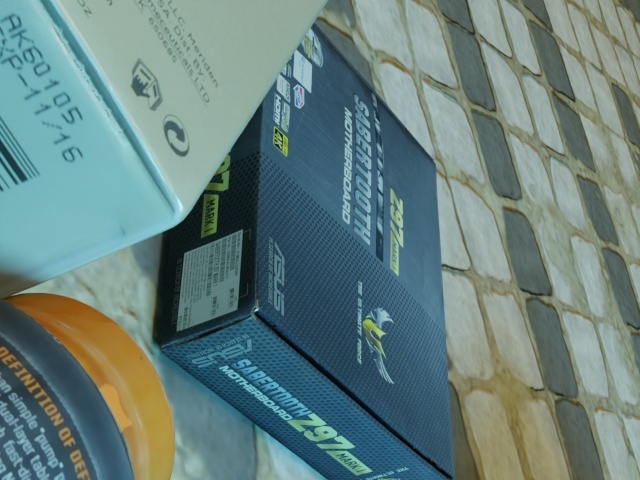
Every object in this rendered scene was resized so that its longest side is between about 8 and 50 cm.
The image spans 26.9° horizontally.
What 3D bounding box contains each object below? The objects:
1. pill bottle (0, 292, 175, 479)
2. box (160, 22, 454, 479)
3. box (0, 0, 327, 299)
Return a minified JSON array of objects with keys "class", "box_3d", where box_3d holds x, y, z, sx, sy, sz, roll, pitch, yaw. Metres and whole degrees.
[{"class":"pill bottle","box_3d":[-0.129,0.083,0.320,0.130,0.130,0.245,66,26,-3]},{"class":"box","box_3d":[0.000,0.000,0.712,0.183,0.059,0.233,45,34,-40]},{"class":"box","box_3d":[-0.089,-0.107,0.533,0.121,0.148,0.311,59,29,-20]}]
